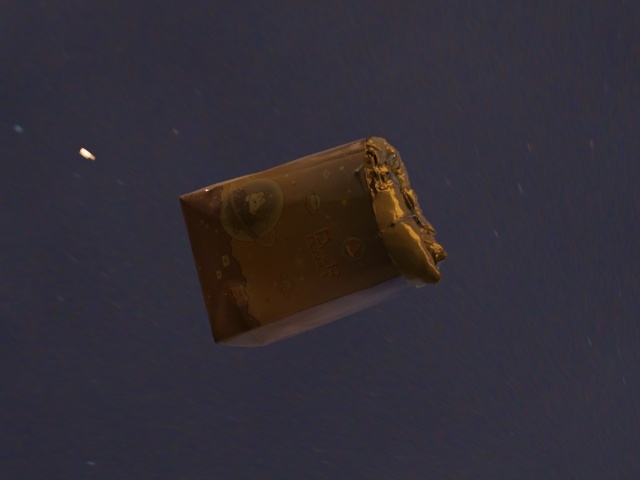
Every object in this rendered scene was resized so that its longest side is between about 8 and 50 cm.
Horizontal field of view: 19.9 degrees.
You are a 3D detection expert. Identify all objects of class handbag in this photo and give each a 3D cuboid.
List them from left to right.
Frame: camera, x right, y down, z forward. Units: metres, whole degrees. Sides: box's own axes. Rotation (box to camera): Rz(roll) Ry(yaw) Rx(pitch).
[{"bbox_3d":[0.000,0.000,1.247,0.173,0.095,0.117,-18,-102,20],"label":"handbag"}]
